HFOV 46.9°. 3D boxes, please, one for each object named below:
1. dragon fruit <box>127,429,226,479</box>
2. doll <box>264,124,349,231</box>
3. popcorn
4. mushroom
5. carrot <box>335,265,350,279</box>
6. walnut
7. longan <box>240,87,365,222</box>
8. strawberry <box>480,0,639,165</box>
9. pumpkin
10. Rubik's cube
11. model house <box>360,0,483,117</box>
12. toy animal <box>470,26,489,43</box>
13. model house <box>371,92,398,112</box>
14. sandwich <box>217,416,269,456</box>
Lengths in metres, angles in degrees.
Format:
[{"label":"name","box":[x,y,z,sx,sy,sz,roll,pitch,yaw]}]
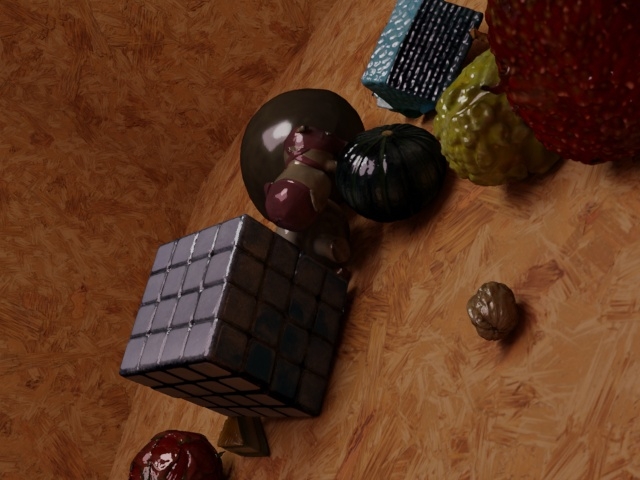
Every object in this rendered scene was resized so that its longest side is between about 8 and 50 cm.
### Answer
[{"label":"dragon fruit","box":[-0.357,0.604,1.818,0.244,0.244,0.299,-51,17,27]},{"label":"doll","box":[-0.038,-0.133,1.690,0.196,0.152,0.256,-41,27,63]},{"label":"popcorn","box":[0.329,-0.219,1.285,0.206,0.251,0.237,101,157,-80]},{"label":"mushroom","box":[0.000,0.000,1.797,0.215,0.207,0.207,22,84,53]},{"label":"carrot","box":[0.011,0.127,1.802,0.161,0.055,0.055,-44,25,24]},{"label":"walnut","box":[0.268,0.108,1.145,0.096,0.082,0.079,-75,-7,-52]},{"label":"longan","box":[-0.051,-0.228,2.002,0.404,0.336,0.404,-49,31,44]},{"label":"strawberry","box":[0.354,-0.252,1.026,0.292,0.343,0.292,-32,53,56]},{"label":"pumpkin","box":[0.157,-0.144,1.603,0.250,0.216,0.250,-18,41,16]},{"label":"Rubik's cube","box":[-0.188,0.187,1.660,0.343,0.337,0.344,-16,50,43]},{"label":"model house","box":[0.281,-0.419,1.694,0.241,0.226,0.261,21,86,50]},{"label":"toy animal","box":[0.395,-0.369,1.476,0.116,0.114,0.255,-17,30,-3]},{"label":"model house","box":[0.229,-0.401,1.905,0.119,0.148,0.148,15,100,41]},{"label":"sandwich","box":[-0.171,0.452,1.767,0.163,0.079,0.113,-28,38,58]}]
